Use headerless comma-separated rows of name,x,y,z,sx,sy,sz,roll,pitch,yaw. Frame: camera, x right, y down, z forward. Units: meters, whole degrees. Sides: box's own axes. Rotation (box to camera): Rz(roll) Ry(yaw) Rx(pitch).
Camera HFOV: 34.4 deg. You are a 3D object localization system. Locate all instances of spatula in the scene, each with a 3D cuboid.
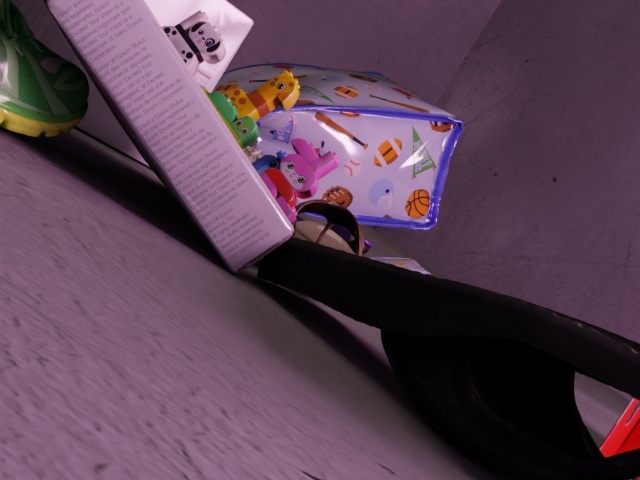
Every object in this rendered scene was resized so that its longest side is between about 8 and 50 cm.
spatula,0.062,0.004,1.866,0.084,0.030,0.296,34,3,-5

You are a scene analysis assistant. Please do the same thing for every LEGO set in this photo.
LEGO set,-0.052,-0.116,0.943,0.227,0.093,0.087,54,-6,19

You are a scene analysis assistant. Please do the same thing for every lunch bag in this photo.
lunch bag,0.086,0.051,1.275,0.083,0.053,0.071,5,12,-15
lunch bag,-0.024,-0.162,1.693,0.385,0.239,0.328,5,17,-25

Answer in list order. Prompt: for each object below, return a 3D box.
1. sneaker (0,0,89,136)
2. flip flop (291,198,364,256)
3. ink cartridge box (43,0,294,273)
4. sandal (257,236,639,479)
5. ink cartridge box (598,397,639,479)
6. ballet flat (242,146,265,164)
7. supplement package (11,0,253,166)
sneaker,-0.250,-0.162,0.721,0.109,0.124,0.295,35,1,30
flip flop,0.000,0.000,1.017,0.112,0.080,0.277,33,4,8
ink cartridge box,-0.166,-0.156,0.861,0.330,0.071,0.324,57,-5,-21
sandal,0.115,0.093,0.705,0.167,0.107,0.445,21,-3,-38
ink cartridge box,0.400,0.213,1.113,0.078,0.134,0.231,36,6,40
ballet flat,-0.128,-0.081,1.195,0.077,0.091,0.241,-8,23,-33
supplement package,-0.250,-0.240,1.171,0.198,0.199,0.262,30,4,-36
